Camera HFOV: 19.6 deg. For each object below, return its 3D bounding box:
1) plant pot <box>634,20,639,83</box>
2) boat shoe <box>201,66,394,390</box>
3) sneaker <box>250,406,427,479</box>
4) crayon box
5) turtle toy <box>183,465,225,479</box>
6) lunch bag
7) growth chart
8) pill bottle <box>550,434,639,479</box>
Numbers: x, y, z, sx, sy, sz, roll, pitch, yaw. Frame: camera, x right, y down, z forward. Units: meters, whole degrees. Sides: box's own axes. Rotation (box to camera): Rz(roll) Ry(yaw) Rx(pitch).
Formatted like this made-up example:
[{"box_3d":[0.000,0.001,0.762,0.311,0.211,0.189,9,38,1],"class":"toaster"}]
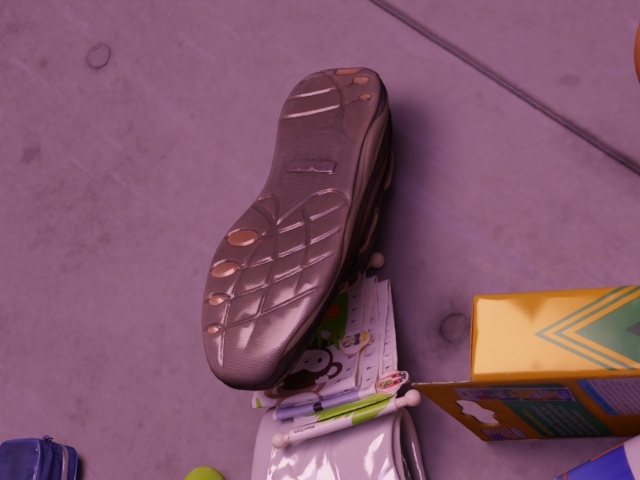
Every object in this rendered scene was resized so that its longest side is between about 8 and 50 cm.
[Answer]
[{"box_3d":[0.410,-0.145,1.606,0.291,0.291,0.203,-41,42,5],"class":"plant pot"},{"box_3d":[0.000,0.000,1.776,0.132,0.130,0.355,7,59,31],"class":"boat shoe"},{"box_3d":[0.019,0.287,1.697,0.169,0.108,0.292,-6,67,25],"class":"sneaker"},{"box_3d":[0.264,0.107,1.598,0.323,0.203,0.083,-5,69,22],"class":"crayon box"},{"box_3d":[-0.110,0.277,1.782,0.095,0.066,0.130,-4,65,-2],"class":"turtle toy"},{"box_3d":[-0.287,0.245,1.877,0.067,0.065,0.098,-7,68,39],"class":"lunch bag"},{"box_3d":[0.003,0.105,1.779,0.172,0.021,0.237,-22,39,10],"class":"growth chart"},{"box_3d":[0.258,0.257,1.574,0.272,0.152,0.152,-30,61,11],"class":"pill bottle"}]
